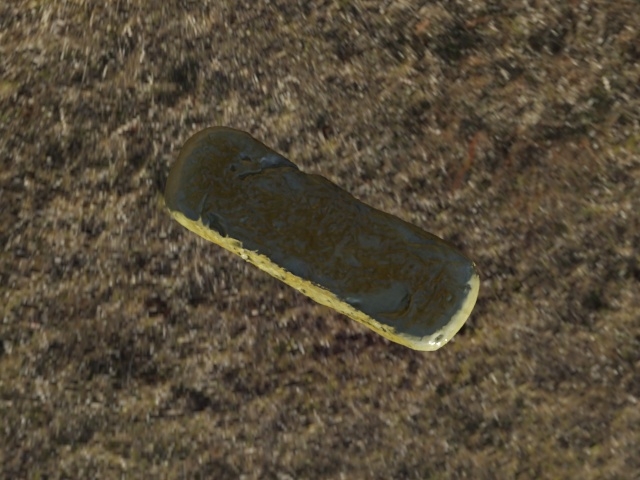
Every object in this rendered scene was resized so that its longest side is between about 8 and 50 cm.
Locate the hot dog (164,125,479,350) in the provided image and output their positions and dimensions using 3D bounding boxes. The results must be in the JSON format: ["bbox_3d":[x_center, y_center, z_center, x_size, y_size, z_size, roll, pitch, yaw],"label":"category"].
[{"bbox_3d":[0.000,0.000,0.843,0.242,0.073,0.084,27,81,6],"label":"hot dog"}]
